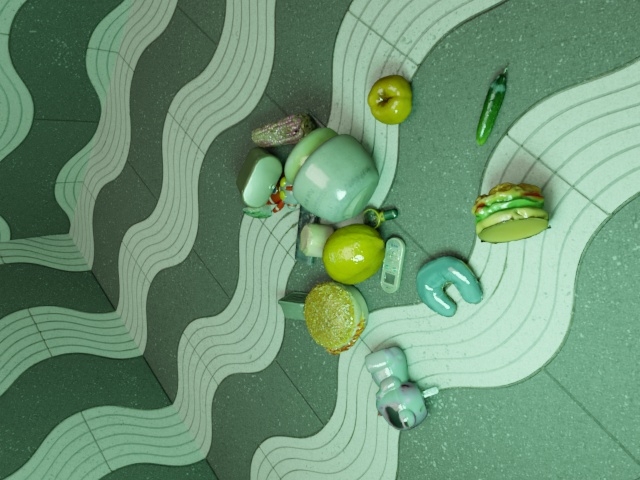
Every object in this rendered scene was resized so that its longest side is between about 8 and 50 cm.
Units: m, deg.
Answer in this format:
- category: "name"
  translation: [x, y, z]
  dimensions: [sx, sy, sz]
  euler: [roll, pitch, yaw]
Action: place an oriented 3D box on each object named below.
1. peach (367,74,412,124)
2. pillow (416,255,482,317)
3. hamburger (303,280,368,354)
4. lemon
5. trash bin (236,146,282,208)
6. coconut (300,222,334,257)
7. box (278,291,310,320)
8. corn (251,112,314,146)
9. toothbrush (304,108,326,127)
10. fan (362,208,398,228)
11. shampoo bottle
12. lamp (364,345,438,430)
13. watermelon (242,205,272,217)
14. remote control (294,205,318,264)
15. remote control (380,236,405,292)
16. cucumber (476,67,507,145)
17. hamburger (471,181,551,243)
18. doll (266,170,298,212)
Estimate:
- category: "peach"
  translation: [0.251, -0.506, 1.781]
  dimensions: [0.179, 0.103, 0.179]
  euler: [5, 99, 37]
- category: "pillow"
  translation: [0.445, 0.164, 1.751]
  dimensions: [0.233, 0.086, 0.214]
  euler: [-41, 76, 39]
- category: "hamburger"
  translation: [0.059, 0.308, 2.034]
  dimensions: [0.276, 0.179, 0.294]
  euler: [-46, 68, 33]
- category: "lemon"
  translation: [0.125, 0.052, 1.901]
  dimensions: [0.236, 0.236, 0.263]
  euler: [46, 119, 25]
- category: "trash bin"
  translation: [-0.279, -0.287, 2.173]
  dimensions: [0.243, 0.121, 0.247]
  euler: [-62, 26, 12]
- category: "coconut"
  translation: [0.000, 0.000, 2.055]
  dimensions: [0.147, 0.152, 0.147]
  euler: [-173, 90, -69]
- category: "box"
  translation: [-0.092, 0.296, 2.207]
  dimensions: [0.172, 0.124, 0.093]
  euler: [1, 109, 41]
- category: "corn"
  translation: [-0.169, -0.465, 2.130]
  dimensions: [0.335, 0.126, 0.127]
  euler: [-3, 96, 42]
- category: "toothbrush"
  translation: [-0.005, -0.489, 2.055]
  dimensions: [0.194, 0.017, 0.014]
  euler: [47, 130, 21]
- category: "fan"
  translation: [0.234, -0.090, 1.910]
  dimensions: [0.155, 0.039, 0.082]
  euler: [-12, 90, 39]
- category: "shampoo bottle"
  translation: [0.046, -0.240, 1.856]
  dimensions: [0.317, 0.322, 0.322]
  euler: [46, 124, 17]
- category: "lamp"
  translation: [0.311, 0.557, 1.875]
  dimensions: [0.247, 0.247, 0.301]
  euler: [-20, 69, 1]
- category: "watermelon"
  translation: [-0.279, -0.165, 2.330]
  dimensions: [0.097, 0.121, 0.158]
  euler: [-5, 49, 26]
- category: "remote control"
  translation: [-0.054, -0.084, 2.152]
  dimensions: [0.107, 0.044, 0.378]
  euler: [17, 109, 33]
- category: "remote control"
  translation: [0.282, 0.095, 1.902]
  dimensions: [0.078, 0.042, 0.222]
  euler: [17, 110, 36]
- category: "cucumber"
  translation: [0.546, -0.426, 1.578]
  dimensions: [0.056, 0.056, 0.250]
  euler: [26, 115, 34]
- category: "hamburger"
  translation: [0.574, -0.092, 1.514]
  dimensions: [0.237, 0.237, 0.149]
  euler: [-22, 66, 40]
- category: "doll"
  translation: [-0.159, -0.218, 2.145]
  dimensions: [0.336, 0.105, 0.200]
  euler: [6, 92, 54]
